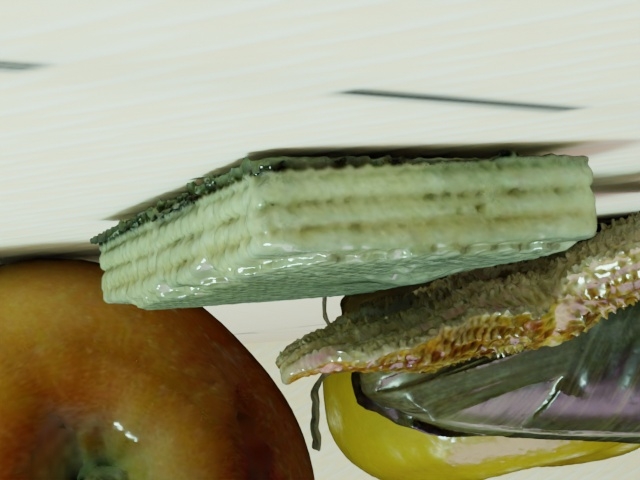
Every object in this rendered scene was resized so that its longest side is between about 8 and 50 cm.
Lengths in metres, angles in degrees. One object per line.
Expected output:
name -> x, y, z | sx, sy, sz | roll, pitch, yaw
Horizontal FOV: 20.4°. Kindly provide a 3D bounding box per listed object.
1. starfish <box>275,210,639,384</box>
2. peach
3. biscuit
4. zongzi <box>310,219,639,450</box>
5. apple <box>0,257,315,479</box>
starfish -> 0.075, 0.025, 0.706 | 0.240, 0.043, 0.227 | -14, 175, -41
peach -> 0.125, 0.085, 1.159 | 0.251, 0.153, 0.251 | -4, -177, 0
biscuit -> 0.000, 0.000, 0.636 | 0.121, 0.041, 0.199 | -4, 175, -22
zongzi -> 0.141, 0.024, 0.830 | 0.247, 0.111, 0.241 | 4, 155, -21
apple -> -0.117, 0.129, 0.852 | 0.253, 0.254, 0.253 | -4, 175, 0
